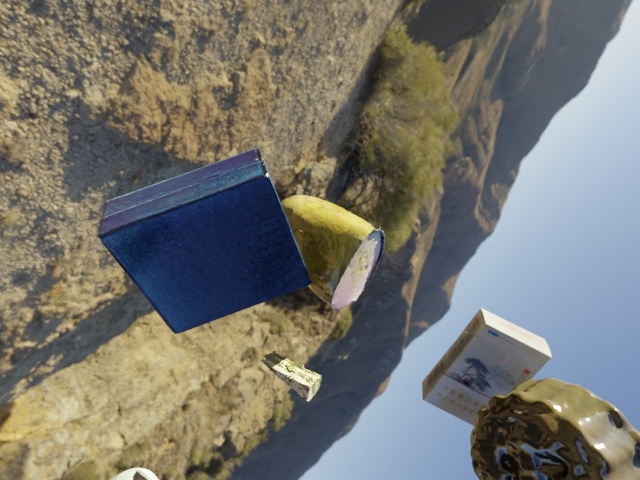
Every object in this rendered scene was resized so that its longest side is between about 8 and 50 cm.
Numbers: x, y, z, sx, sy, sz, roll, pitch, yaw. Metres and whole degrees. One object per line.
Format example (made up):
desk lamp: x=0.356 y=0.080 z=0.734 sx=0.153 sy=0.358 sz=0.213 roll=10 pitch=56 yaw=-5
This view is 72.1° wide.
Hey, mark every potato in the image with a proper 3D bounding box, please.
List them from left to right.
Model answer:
potato: x=0.000 y=0.000 z=1.050 sx=0.229 sy=0.266 sz=0.229 roll=-40 pitch=153 yaw=-26

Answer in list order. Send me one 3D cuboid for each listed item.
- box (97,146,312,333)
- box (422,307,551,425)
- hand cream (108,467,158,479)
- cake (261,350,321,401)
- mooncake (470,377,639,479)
box: x=-0.190 y=0.009 z=0.788 sx=0.279 sy=0.116 sz=0.261 roll=-21 pitch=131 yaw=-3
box: x=0.334 y=0.268 z=0.908 sx=0.233 sy=0.150 sz=0.067 roll=-62 pitch=-176 yaw=26
hand cream: x=-0.333 y=0.382 z=0.609 sx=0.321 sy=0.067 sz=0.109 roll=-32 pitch=152 yaw=29
cake: x=-0.063 y=0.282 z=0.953 sx=0.051 sy=0.140 sz=0.055 roll=-37 pitch=158 yaw=-51
mooncake: x=0.318 y=0.308 z=0.598 sx=0.124 sy=0.228 sz=0.228 roll=-15 pitch=150 yaw=-30
